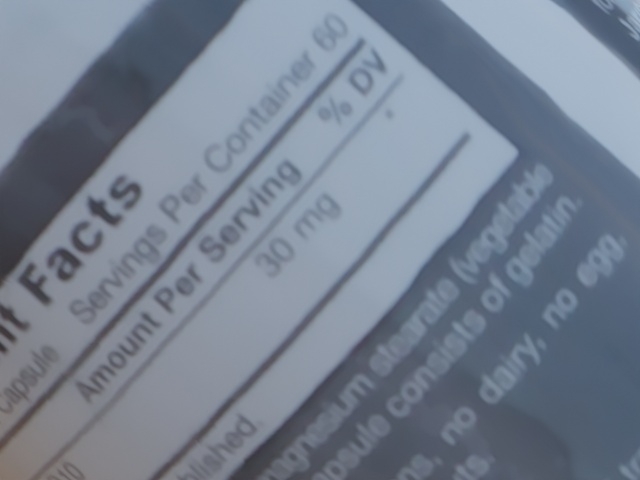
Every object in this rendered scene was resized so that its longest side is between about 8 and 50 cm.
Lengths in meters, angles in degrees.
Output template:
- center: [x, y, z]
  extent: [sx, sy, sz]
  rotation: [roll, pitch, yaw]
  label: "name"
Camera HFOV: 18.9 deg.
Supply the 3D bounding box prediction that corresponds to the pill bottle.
- center: [0.000, 0.000, 0.493]
  extent: [0.361, 0.204, 0.204]
  rotation: [42, 8, -4]
  label: "pill bottle"
